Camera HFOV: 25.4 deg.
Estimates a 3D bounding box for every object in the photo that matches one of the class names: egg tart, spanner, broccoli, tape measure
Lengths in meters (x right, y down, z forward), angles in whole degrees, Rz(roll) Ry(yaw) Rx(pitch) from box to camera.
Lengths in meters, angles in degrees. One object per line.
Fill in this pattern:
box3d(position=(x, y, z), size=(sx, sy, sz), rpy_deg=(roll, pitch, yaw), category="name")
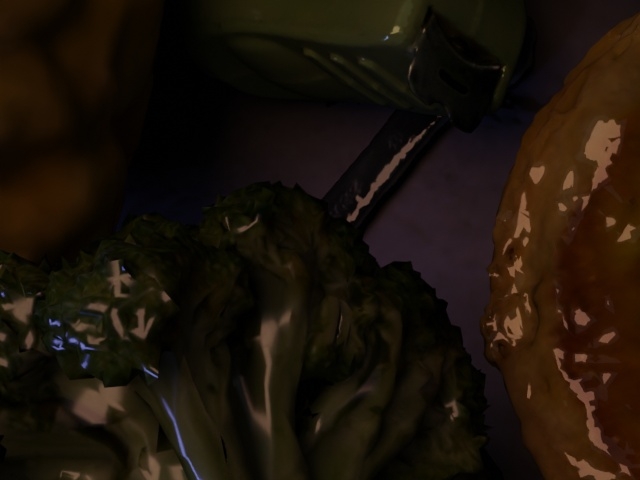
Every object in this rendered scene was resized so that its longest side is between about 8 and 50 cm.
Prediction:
box3d(position=(0.174, 0.019, 0.454), size=(0.241, 0.106, 0.241), rpy_deg=(-3, 74, 10), category="egg tart")
box3d(position=(0.000, 0.000, 0.605), size=(0.054, 0.015, 0.254), rpy_deg=(42, 96, 30), category="spanner")
box3d(position=(-0.052, 0.148, 0.405), size=(0.304, 0.321, 0.283), rpy_deg=(-32, 41, -10), category="broccoli")
box3d(position=(0.013, -0.123, 0.582), size=(0.177, 0.087, 0.154), rpy_deg=(10, 76, 46), category="tape measure")

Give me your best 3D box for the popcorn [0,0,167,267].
box3d(position=(-0.230, -0.106, 0.552), size=(0.354, 0.344, 0.390), rpy_deg=(-56, 44, 6), category="popcorn")
